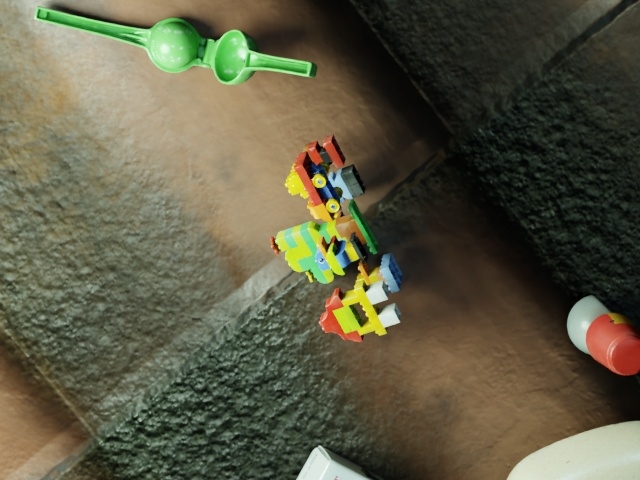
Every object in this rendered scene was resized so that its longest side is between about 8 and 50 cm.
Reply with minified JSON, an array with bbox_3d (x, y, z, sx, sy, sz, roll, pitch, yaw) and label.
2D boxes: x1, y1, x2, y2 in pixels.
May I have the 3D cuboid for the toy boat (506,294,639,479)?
[{"bbox_3d":[0.322,0.224,1.569,0.268,0.148,0.318,-6,103,-5],"label":"toy boat"}]

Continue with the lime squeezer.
[{"bbox_3d":[-0.134,-0.190,1.465,0.310,0.110,0.058,15,110,19],"label":"lime squeezer"}]

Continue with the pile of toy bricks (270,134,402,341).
[{"bbox_3d":[0.000,0.000,1.511,0.105,0.118,0.212,-19,116,19],"label":"pile of toy bricks"}]

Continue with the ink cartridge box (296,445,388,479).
[{"bbox_3d":[0.046,0.319,1.548,0.175,0.072,0.127,29,90,-12],"label":"ink cartridge box"}]
